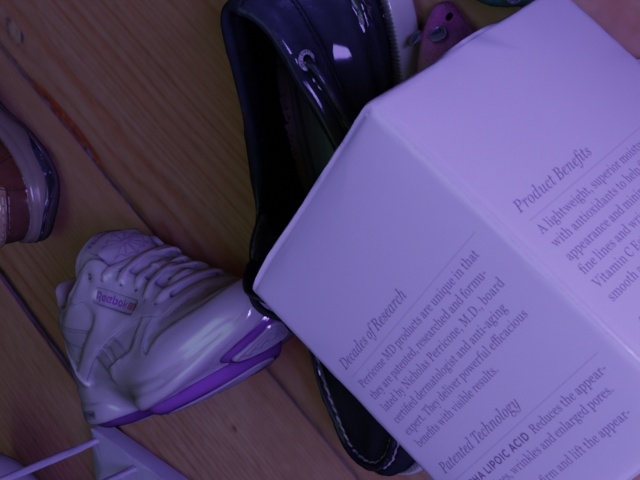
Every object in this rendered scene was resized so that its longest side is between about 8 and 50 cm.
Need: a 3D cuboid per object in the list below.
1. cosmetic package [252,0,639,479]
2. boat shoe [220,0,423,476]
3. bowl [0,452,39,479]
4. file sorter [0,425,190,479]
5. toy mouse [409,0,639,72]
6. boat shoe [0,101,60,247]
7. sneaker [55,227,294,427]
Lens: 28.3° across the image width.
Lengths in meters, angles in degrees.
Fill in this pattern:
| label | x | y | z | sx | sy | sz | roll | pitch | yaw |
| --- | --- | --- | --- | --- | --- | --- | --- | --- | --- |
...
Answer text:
| label | x | y | z | sx | sy | sz | roll | pitch | yaw |
| --- | --- | --- | --- | --- | --- | --- | --- | --- | --- |
| cosmetic package | 0.100 | 0.014 | 0.589 | 0.183 | 0.151 | 0.151 | 46 | 139 | 11 |
| boat shoe | 0.003 | 0.000 | 0.765 | 0.127 | 0.113 | 0.339 | 20 | 121 | 46 |
| bowl | -0.336 | 0.341 | 1.270 | 0.134 | 0.298 | 0.297 | 1 | 111 | 15 |
| file sorter | -0.173 | 0.320 | 1.088 | 0.278 | 0.173 | 0.192 | 23 | 124 | 44 |
| toy mouse | 0.084 | -0.113 | 0.678 | 0.161 | 0.031 | 0.143 | -40 | 74 | 52 |
| boat shoe | -0.369 | -0.109 | 1.183 | 0.324 | 0.120 | 0.122 | 43 | 136 | 31 |
| sneaker | -0.129 | 0.055 | 0.956 | 0.305 | 0.114 | 0.152 | -24 | 88 | 53 |
